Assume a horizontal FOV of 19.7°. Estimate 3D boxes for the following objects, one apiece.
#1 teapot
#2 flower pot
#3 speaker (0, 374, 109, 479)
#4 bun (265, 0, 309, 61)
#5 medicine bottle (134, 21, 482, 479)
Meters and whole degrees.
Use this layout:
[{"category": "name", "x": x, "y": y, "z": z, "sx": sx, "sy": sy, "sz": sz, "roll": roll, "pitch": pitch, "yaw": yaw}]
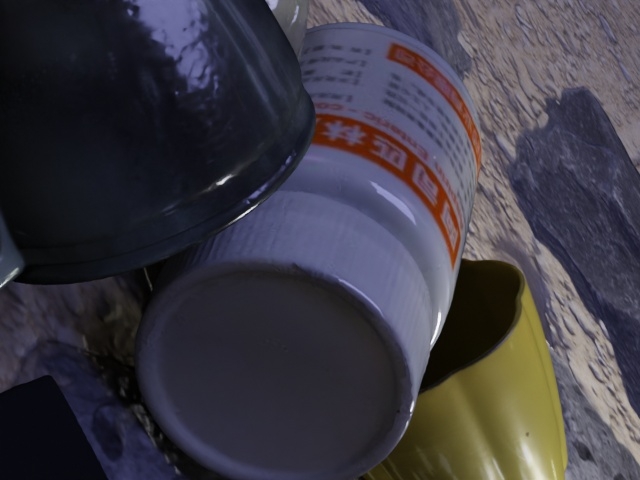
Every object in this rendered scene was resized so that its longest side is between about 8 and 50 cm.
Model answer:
[{"category": "teapot", "x": -0.184, "y": -0.106, "z": 1.126, "sx": 0.239, "sy": 0.321, "sz": 0.239, "roll": 45, "pitch": -20, "yaw": 59}, {"category": "flower pot", "x": 0.105, "y": 0.138, "z": 1.454, "sx": 0.179, "sy": 0.195, "sz": 0.195, "roll": 63, "pitch": 23, "yaw": -23}, {"category": "speaker", "x": -0.196, "y": 0.220, "z": 0.817, "sx": 0.232, "sy": 0.184, "sz": 0.254, "roll": 61, "pitch": 29, "yaw": 4}, {"category": "bun", "x": -0.110, "y": -0.211, "z": 1.366, "sx": 0.244, "sy": 0.153, "sz": 0.244, "roll": 20, "pitch": 20, "yaw": -8}, {"category": "medicine bottle", "x": 0.000, "y": 0.000, "z": 1.361, "sx": 0.211, "sy": 0.211, "sz": 0.371, "roll": 51, "pitch": 27, "yaw": -18}]
